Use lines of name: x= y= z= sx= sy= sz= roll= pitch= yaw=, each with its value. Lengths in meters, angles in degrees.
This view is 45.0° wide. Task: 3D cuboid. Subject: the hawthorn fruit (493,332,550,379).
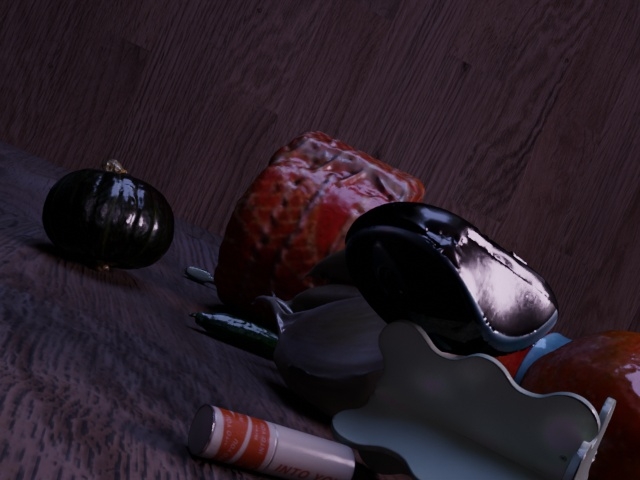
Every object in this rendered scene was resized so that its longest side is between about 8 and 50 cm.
hawthorn fruit: x=0.294 y=0.171 z=1.499 sx=0.311 sy=0.295 sz=0.295 roll=29 pitch=1 yaw=-4

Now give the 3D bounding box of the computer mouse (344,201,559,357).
computer mouse: x=0.119 y=0.052 z=0.717 sx=0.233 sy=0.096 sz=0.137 roll=31 pitch=-28 yaw=-31

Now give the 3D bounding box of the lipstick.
lipstick: x=-0.036 y=0.161 z=0.594 sx=0.131 sy=0.038 sz=0.038 roll=24 pitch=1 yaw=-28

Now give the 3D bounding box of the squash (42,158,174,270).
squash: x=-0.301 y=-0.030 z=1.115 sx=0.193 sy=0.155 sz=0.193 roll=22 pitch=-24 yaw=10

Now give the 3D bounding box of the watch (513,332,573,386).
watch: x=0.353 y=0.241 z=1.159 sx=0.211 sy=0.193 sz=0.211 roll=24 pitch=-1 yaw=0

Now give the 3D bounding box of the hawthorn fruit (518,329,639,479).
hawthorn fruit: x=0.311 y=0.212 z=0.816 sx=0.235 sy=0.231 sz=0.263 roll=-19 pitch=-17 yaw=28

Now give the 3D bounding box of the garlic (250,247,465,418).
garlic: x=0.061 y=0.103 z=0.910 sx=0.292 sy=0.237 sz=0.210 roll=-16 pitch=-23 yaw=15

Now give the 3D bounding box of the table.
table: x=0.125 y=0.169 z=0.666 sx=0.198 sy=0.166 sz=0.166 roll=23 pitch=0 yaw=27

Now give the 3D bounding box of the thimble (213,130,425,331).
thimble: x=0.000 y=0.000 z=1.264 sx=0.231 sy=0.350 sz=0.350 roll=29 pitch=2 yaw=9

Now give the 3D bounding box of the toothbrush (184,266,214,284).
toothbrush: x=-0.120 y=0.112 z=1.458 sx=0.294 sy=0.026 sz=0.028 roll=24 pitch=-14 yaw=-11

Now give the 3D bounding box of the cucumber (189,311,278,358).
cucumber: x=-0.103 y=0.122 z=1.025 sx=0.155 sy=0.037 sz=0.037 roll=25 pitch=1 yaw=-16
